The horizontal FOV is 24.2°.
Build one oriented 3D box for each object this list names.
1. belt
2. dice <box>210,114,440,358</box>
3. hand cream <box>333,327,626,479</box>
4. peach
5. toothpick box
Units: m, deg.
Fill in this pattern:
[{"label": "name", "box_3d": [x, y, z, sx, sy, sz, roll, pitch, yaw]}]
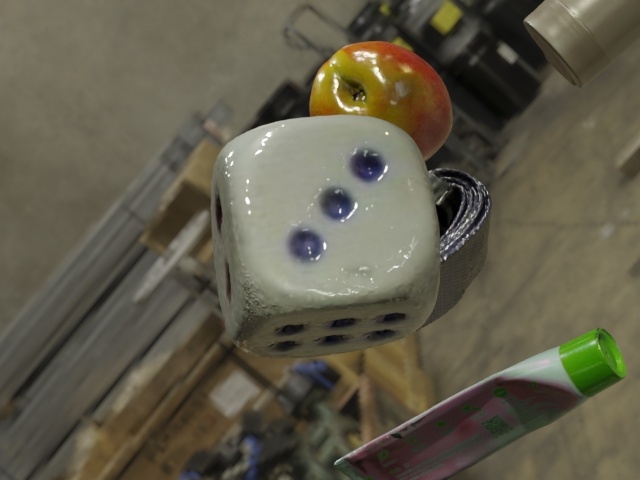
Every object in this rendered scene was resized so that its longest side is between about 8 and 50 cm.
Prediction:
[{"label": "belt", "box_3d": [0.104, 0.021, 1.744, 0.230, 0.139, 0.126, -39, -36, -28]}, {"label": "dice", "box_3d": [0.000, 0.000, 1.420, 0.194, 0.193, 0.192, 119, 146, -69]}, {"label": "hand cream", "box_3d": [0.145, 0.163, 1.334, 0.275, 0.079, 0.050, -32, 5, 25]}, {"label": "peach", "box_3d": [0.083, -0.180, 2.064, 0.190, 0.190, 0.192, -50, -31, 2]}, {"label": "toothpick box", "box_3d": [0.342, -0.279, 1.780, 0.180, 0.111, 0.111, -41, 11, 5]}]
